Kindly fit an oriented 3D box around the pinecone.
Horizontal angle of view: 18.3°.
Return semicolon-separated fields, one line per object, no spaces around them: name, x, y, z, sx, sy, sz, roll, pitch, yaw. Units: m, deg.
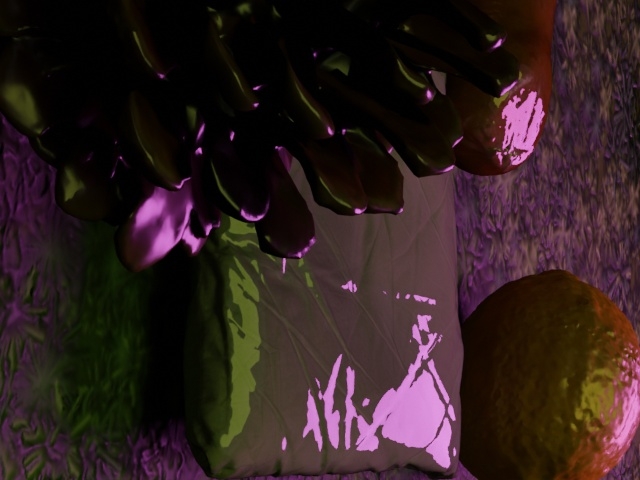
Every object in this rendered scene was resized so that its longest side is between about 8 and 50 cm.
pinecone;-0.020;-0.112;0.896;0.264;0.264;0.264;-2;92;-64

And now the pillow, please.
pillow;0.001;0.001;1.146;0.280;0.076;0.274;10;75;-59

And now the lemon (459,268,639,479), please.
lemon;0.158;0.097;1.392;0.142;0.142;0.187;63;32;-44

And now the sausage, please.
sausage;0.120;-0.172;1.346;0.109;0.109;0.271;46;51;-55
